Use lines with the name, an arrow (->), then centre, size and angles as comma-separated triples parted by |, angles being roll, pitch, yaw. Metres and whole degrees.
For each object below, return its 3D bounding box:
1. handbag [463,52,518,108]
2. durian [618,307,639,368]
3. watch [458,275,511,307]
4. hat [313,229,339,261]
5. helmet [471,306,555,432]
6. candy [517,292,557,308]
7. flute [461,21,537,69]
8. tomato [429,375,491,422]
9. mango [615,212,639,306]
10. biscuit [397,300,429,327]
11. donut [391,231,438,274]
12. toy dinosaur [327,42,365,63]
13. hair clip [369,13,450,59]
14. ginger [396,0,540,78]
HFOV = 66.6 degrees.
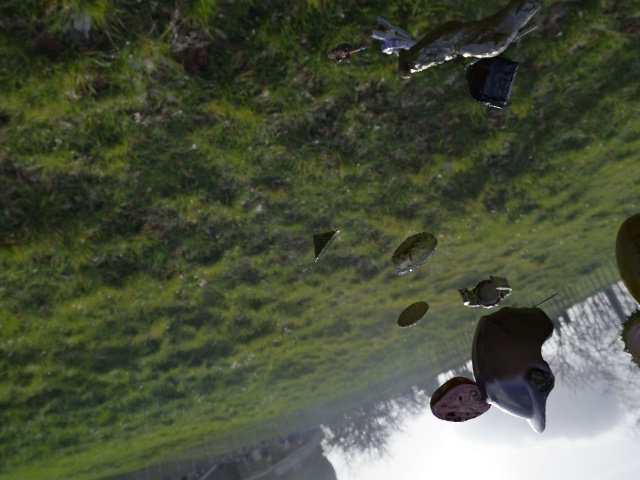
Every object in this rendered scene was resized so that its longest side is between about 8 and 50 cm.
handbag -> 0.590, -0.570, 1.695 | 0.215, 0.156, 0.169 | -89, -168, -61
durian -> 1.185, 0.367, 1.774 | 0.196, 0.304, 0.185 | 1, 175, -15
watch -> 0.559, 0.173, 1.664 | 0.165, 0.102, 0.268 | -27, 159, 27
hat -> 0.000, 0.000, 1.754 | 0.146, 0.067, 0.146 | -52, 174, -8
helmet -> 0.524, 0.343, 1.363 | 0.197, 0.337, 0.271 | 7, 168, 10
candy -> 0.749, 0.232, 1.702 | 0.185, 0.055, 0.049 | -29, -176, -2
flute -> 0.547, -0.597, 1.494 | 0.233, 0.027, 0.027 | -27, 173, 18
tomato -> 0.425, 0.482, 1.494 | 0.166, 0.174, 0.082 | -48, -155, 17
mango -> 0.749, 0.066, 1.061 | 0.193, 0.316, 0.146 | 14, 147, 0
biscuit -> 0.299, 0.239, 1.577 | 0.120, 0.015, 0.120 | -37, -166, 11
donut -> 0.295, 0.036, 1.550 | 0.175, 0.068, 0.174 | -39, -172, 6
toy dinosaur -> 0.077, -0.587, 1.513 | 0.154, 0.049, 0.055 | 7, -123, 42
hair clip -> 0.265, -0.555, 1.384 | 0.292, 0.084, 0.106 | 10, -177, -23
ginger -> 0.291, -0.406, 0.982 | 0.290, 0.084, 0.122 | -15, -143, 26
